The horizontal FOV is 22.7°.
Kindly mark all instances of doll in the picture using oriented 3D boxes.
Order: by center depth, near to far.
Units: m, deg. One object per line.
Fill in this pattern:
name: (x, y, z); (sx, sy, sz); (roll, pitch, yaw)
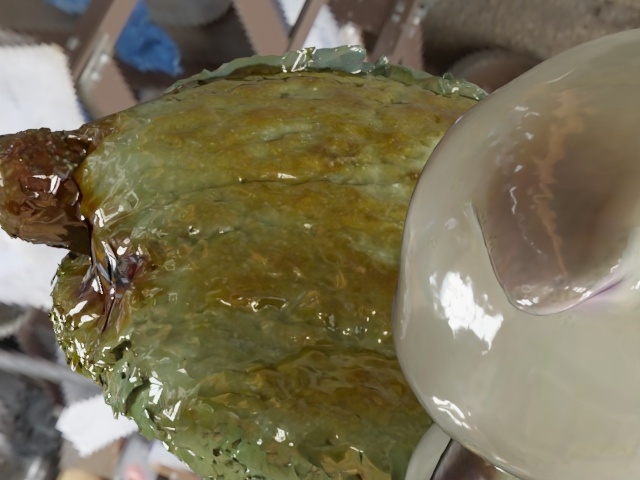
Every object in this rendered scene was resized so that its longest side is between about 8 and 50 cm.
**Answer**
doll: (0.138, 0.063, 0.702); (0.226, 0.215, 0.370); (49, 160, 45)

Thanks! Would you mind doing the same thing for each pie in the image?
pie: (0.020, 0.032, 1.031); (0.418, 0.395, 0.180); (40, 138, 41)
